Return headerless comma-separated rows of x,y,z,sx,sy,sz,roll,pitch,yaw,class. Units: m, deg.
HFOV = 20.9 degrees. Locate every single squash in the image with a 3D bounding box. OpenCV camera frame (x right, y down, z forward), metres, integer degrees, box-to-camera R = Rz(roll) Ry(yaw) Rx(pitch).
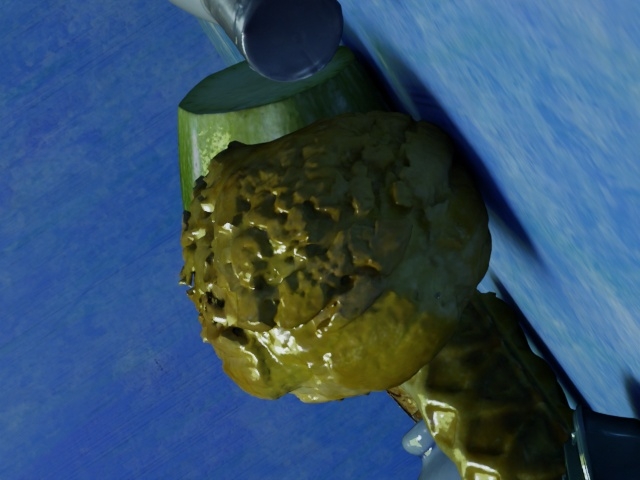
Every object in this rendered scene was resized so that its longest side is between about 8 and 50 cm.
-0.018,-0.052,1.127,0.170,0.170,0.123,-128,19,-66,squash

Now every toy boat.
0.163,0.166,0.957,0.246,0.103,0.093,66,-165,-50,toy boat

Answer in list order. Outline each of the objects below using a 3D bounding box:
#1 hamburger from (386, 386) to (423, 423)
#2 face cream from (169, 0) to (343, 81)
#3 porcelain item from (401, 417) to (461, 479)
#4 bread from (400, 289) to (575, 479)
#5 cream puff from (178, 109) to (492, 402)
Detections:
0.092,0.103,1.646,0.231,0.107,0.231,49,174,7,hamburger
-0.063,-0.167,0.944,0.144,0.071,0.291,18,-159,-28,face cream
0.176,0.240,1.441,0.259,0.141,0.141,46,177,6,porcelain item
0.146,0.154,1.141,0.098,0.087,0.269,5,-134,-58,bread
0.000,0.000,0.972,0.129,0.189,0.189,48,-177,-30,cream puff
